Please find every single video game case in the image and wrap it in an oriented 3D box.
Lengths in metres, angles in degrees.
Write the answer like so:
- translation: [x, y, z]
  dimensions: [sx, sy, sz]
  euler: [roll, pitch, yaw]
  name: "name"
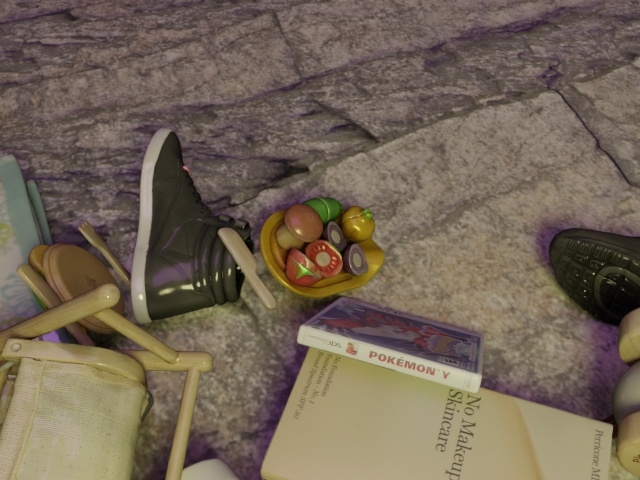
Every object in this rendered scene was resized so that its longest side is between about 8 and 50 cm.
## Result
- translation: [0.087, 0.107, 0.791]
  dimensions: [0.183, 0.023, 0.201]
  euler: [14, 8, 12]
  name: "video game case"

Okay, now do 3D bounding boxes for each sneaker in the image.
- translation: [-0.160, -0.028, 0.947]
  dimensions: [0.146, 0.105, 0.296]
  euler: [-2, 56, -4]
  name: "sneaker"
- translation: [0.422, 0.045, 0.886]
  dimensions: [0.286, 0.109, 0.130]
  euler: [22, 46, 6]
  name: "sneaker"

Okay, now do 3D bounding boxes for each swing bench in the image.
- translation: [-0.253, 0.191, 0.593]
  dimensions: [0.254, 0.165, 0.253]
  euler: [-9, 55, 24]
  name: "swing bench"

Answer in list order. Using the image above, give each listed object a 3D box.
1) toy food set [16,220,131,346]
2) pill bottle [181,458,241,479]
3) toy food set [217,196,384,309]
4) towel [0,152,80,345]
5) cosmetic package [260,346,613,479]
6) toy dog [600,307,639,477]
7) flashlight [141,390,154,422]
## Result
- translation: [-0.282, 0.056, 0.837]
  dimensions: [0.038, 0.132, 0.192]
  euler: [-34, 11, 12]
  name: "toy food set"
- translation: [-0.049, 0.325, 0.610]
  dimensions: [0.152, 0.152, 0.272]
  euler: [-33, 56, -24]
  name: "pill bottle"
- translation: [0.000, 0.000, 0.889]
  dimensions: [0.217, 0.071, 0.128]
  euler: [-15, 70, -40]
  name: "toy food set"
- translation: [-0.483, 0.069, 0.877]
  dimensions: [0.320, 0.090, 0.374]
  euler: [-22, 53, -13]
  name: "towel"
- translation: [0.113, 0.228, 0.717]
  dimensions: [0.309, 0.113, 0.160]
  euler: [13, 51, 12]
  name: "cosmetic package"
- translation: [0.417, 0.215, 0.729]
  dimensions: [0.333, 0.161, 0.220]
  euler: [40, 57, 12]
  name: "toy dog"
- translation: [-0.290, 0.259, 0.710]
  dimensions: [0.103, 0.103, 0.304]
  euler: [-2, 46, 41]
  name: "flashlight"
